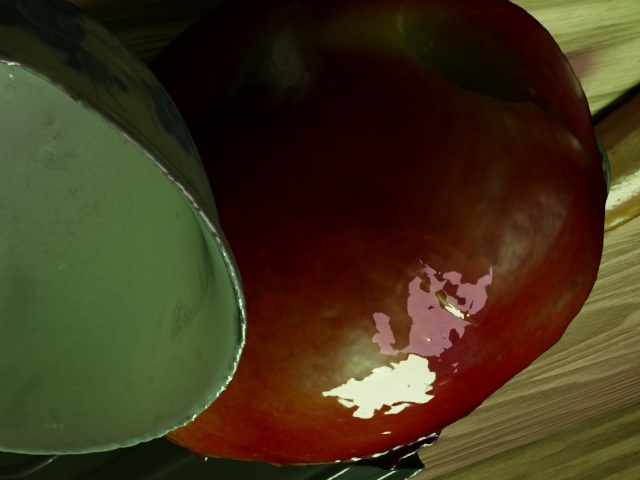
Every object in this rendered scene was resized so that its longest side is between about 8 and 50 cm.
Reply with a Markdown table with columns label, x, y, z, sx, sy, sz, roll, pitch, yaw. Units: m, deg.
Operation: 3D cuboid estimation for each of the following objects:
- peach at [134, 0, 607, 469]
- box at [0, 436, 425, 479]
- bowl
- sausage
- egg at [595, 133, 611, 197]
| label | x | y | z | sx | sy | sz | roll | pitch | yaw |
| --- | --- | --- | --- | --- | --- | --- | --- | --- | --- |
| peach | 0.000 | 0.000 | 0.935 | 0.281 | 0.281 | 0.338 | -11 | 148 | -41 |
| box | -0.108 | 0.205 | 1.557 | 0.345 | 0.204 | 0.251 | -30 | 163 | 11 |
| bowl | -0.170 | -0.041 | 0.778 | 0.313 | 0.146 | 0.313 | 10 | 141 | 8 |
| sausage | 0.321 | -0.096 | 1.488 | 0.274 | 0.105 | 0.105 | -36 | 161 | 28 |
| egg | 0.158 | -0.045 | 1.342 | 0.172 | 0.132 | 0.132 | -19 | 166 | 18 |
